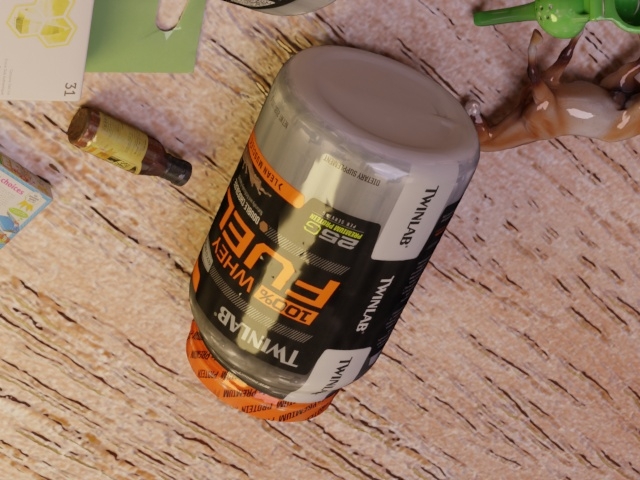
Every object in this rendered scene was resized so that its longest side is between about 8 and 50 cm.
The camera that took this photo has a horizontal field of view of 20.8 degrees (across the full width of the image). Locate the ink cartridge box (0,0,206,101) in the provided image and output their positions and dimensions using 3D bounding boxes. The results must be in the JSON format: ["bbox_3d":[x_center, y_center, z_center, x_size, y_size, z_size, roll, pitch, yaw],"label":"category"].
[{"bbox_3d":[-0.208,-0.206,1.537,0.235,0.056,0.171,0,128,-19],"label":"ink cartridge box"}]

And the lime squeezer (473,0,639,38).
[{"bbox_3d":[0.265,-0.207,1.576,0.310,0.058,0.110,-2,169,28],"label":"lime squeezer"}]

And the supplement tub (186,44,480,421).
[{"bbox_3d":[0.000,0.000,1.685,0.207,0.207,0.338,8,125,-26],"label":"supplement tub"}]

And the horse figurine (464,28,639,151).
[{"bbox_3d":[0.274,-0.154,1.753,0.263,0.066,0.174,-6,136,-20],"label":"horse figurine"}]

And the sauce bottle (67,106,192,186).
[{"bbox_3d":[-0.178,-0.085,1.656,0.128,0.042,0.042,26,116,-33],"label":"sauce bottle"}]

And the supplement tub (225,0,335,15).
[{"bbox_3d":[-0.103,-0.294,1.349,0.316,0.193,0.193,8,128,-52],"label":"supplement tub"}]

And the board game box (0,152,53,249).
[{"bbox_3d":[-0.342,-0.049,1.635,0.103,0.026,0.154,-41,131,15],"label":"board game box"}]
